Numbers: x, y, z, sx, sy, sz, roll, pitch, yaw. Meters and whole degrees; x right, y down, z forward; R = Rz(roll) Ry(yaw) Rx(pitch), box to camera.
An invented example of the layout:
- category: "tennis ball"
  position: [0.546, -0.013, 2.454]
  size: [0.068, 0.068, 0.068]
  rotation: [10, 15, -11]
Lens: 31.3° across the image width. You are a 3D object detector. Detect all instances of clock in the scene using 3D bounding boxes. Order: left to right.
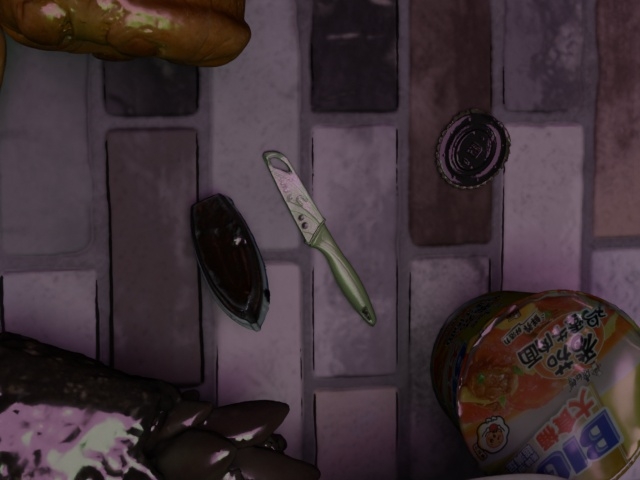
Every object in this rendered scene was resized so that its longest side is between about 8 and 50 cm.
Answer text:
- category: "clock"
  position: [0.154, -0.091, 1.159]
  size: [0.074, 0.010, 0.083]
  rotation: [36, 87, -14]

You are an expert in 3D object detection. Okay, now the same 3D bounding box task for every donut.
- category: "donut"
  position: [-0.169, -0.210, 0.973]
  size: [0.226, 0.226, 0.114]
  rotation: [4, 95, -13]

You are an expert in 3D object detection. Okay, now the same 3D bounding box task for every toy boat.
- category: "toy boat"
  position: [-0.084, 0.024, 1.093]
  size: [0.059, 0.066, 0.140]
  rotation: [-23, 72, 1]

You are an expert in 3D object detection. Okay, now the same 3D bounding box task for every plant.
- category: "plant"
  position: [-0.169, 0.196, 1.033]
  size: [0.321, 0.181, 0.194]
  rotation: [23, 85, -15]

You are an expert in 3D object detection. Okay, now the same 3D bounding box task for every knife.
- category: "knife"
  position: [0.000, 0.000, 1.134]
  size: [0.030, 0.014, 0.207]
  rotation: [-31, 100, -8]

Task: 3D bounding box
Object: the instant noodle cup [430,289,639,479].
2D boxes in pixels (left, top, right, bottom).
- category: "instant noodle cup"
  position: [0.207, 0.135, 1.123]
  size: [0.205, 0.153, 0.205]
  rotation: [-1, 98, -11]

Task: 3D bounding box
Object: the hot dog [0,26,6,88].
- category: "hot dog"
  position: [-0.336, -0.110, 1.013]
  size: [0.102, 0.076, 0.249]
  rotation: [19, 99, 14]

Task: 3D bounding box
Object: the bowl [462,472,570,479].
- category: "bowl"
  position: [0.108, 0.355, 1.019]
  size: [0.345, 0.345, 0.157]
  rotation: [-13, 54, -11]
